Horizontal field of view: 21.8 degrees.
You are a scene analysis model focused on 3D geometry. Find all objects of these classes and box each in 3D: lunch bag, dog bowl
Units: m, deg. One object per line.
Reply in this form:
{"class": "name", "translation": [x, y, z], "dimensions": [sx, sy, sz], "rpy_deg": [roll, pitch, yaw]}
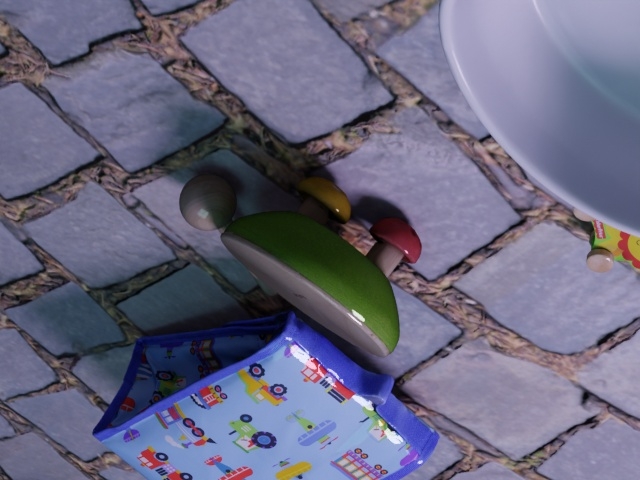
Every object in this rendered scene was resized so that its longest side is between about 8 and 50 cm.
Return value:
{"class": "lunch bag", "translation": [-0.043, 0.181, 1.675], "dimensions": [0.293, 0.138, 0.221], "rpy_deg": [-21, 126, 42]}
{"class": "dog bowl", "translation": [0.216, -0.125, 1.133], "dimensions": [0.265, 0.104, 0.265], "rpy_deg": [35, 156, 18]}

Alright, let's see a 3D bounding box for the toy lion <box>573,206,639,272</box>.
{"class": "toy lion", "translation": [0.265, -0.010, 1.378], "dimensions": [0.096, 0.034, 0.100], "rpy_deg": [-3, 135, 21]}

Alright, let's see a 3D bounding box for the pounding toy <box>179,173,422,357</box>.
{"class": "pounding toy", "translation": [0.000, 0.000, 1.490], "dimensions": [0.237, 0.110, 0.183], "rpy_deg": [27, 167, 48]}
